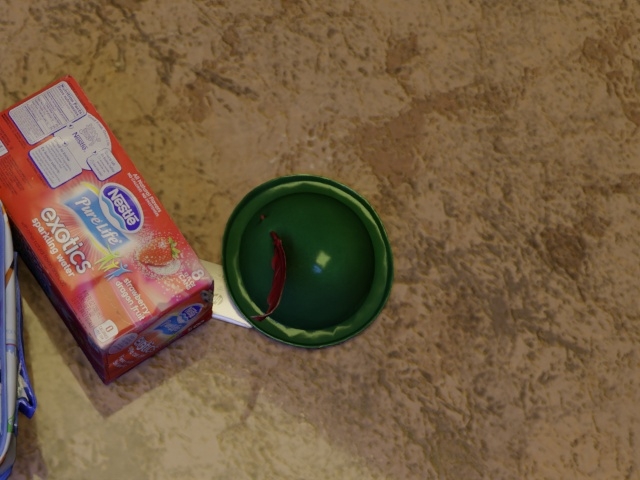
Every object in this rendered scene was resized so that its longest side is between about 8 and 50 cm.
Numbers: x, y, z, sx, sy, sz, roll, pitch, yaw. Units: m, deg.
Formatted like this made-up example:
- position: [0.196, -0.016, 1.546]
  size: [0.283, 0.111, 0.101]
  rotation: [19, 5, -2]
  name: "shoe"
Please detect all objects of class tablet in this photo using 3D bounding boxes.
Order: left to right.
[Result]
- position: [-0.099, 0.050, 1.879]
  size: [0.083, 0.006, 0.054]
  rotation: [16, 69, 1]
  name: "tablet"

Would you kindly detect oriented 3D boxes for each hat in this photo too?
- position: [0.000, 0.000, 1.809]
  size: [0.173, 0.183, 0.208]
  rotation: [-3, 69, -10]
  name: "hat"

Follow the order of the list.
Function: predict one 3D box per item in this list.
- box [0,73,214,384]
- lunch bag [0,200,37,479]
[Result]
- position: [-0.221, -0.010, 1.824]
  size: [0.128, 0.122, 0.257]
  rotation: [-32, 75, -14]
  name: "box"
- position: [-0.377, 0.096, 1.714]
  size: [0.243, 0.115, 0.303]
  rotation: [-1, 68, -9]
  name: "lunch bag"
